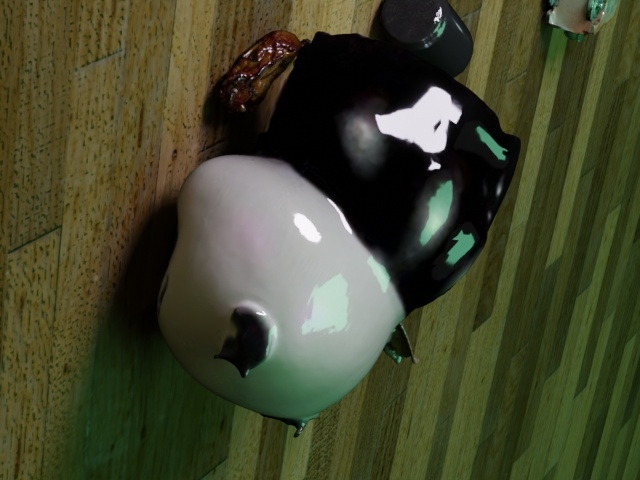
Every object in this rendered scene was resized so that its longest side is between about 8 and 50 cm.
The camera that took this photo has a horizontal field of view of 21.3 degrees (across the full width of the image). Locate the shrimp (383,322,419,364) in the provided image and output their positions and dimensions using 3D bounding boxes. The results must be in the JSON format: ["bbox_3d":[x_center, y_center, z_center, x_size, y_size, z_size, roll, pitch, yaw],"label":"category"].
[{"bbox_3d":[0.071,-0.019,1.655,0.168,0.077,0.317,-21,122,-15],"label":"shrimp"}]

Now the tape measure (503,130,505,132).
[{"bbox_3d":[0.186,-0.084,1.978,0.091,0.054,0.094,-6,113,-58],"label":"tape measure"}]

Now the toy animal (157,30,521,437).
[{"bbox_3d":[0.000,0.000,1.417,0.310,0.251,0.251,-58,155,-17],"label":"toy animal"}]

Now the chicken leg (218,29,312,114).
[{"bbox_3d":[-0.042,-0.149,1.449,0.145,0.037,0.062,-47,155,-41],"label":"chicken leg"}]

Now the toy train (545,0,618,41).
[{"bbox_3d":[0.320,-0.334,2.041,0.099,0.072,0.188,-50,151,-48],"label":"toy train"}]

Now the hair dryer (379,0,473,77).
[{"bbox_3d":[0.058,-0.131,1.672,0.248,0.071,0.114,-58,157,-2],"label":"hair dryer"}]
